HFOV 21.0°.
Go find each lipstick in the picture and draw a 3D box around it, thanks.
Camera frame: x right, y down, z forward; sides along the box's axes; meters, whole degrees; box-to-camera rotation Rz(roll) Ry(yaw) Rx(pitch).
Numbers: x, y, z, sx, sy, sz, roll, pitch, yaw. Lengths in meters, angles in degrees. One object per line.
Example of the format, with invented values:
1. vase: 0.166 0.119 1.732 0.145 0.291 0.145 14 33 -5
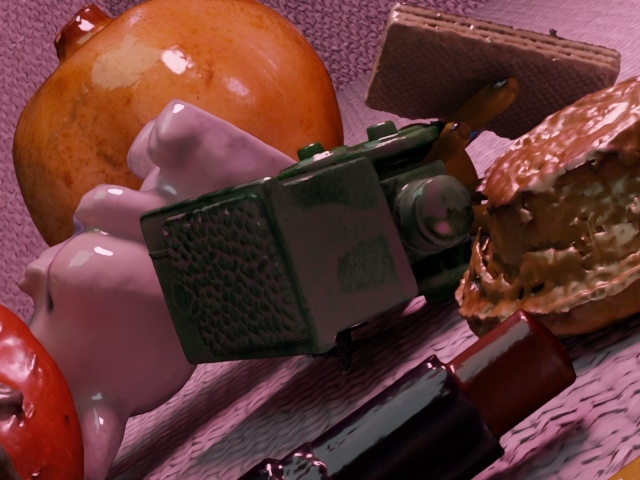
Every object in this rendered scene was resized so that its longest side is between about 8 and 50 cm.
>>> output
1. lipstick: 0.002 0.139 0.892 0.299 0.081 0.081 -36 8 1

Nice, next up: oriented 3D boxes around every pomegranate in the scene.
1. pomegranate: -0.183 -0.114 2.064 0.416 0.417 0.417 -35 8 6

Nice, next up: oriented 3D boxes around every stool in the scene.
1. stool: 0.125 -0.060 1.434 0.110 0.135 0.134 -22 60 49

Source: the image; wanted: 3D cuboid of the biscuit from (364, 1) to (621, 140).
1. biscuit: 0.144 -0.136 1.463 0.121 0.199 0.041 108 172 -54

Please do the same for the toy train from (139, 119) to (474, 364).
1. toy train: 0.000 0.000 1.342 0.201 0.145 0.266 -21 4 -28

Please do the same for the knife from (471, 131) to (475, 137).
1. knife: 0.094 -0.062 1.867 0.296 0.026 0.044 -43 -1 -41

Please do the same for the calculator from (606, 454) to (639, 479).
1. calculator: 0.130 0.118 0.658 0.235 0.032 0.146 -36 8 8

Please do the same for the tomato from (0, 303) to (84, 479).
1. tomato: -0.341 0.183 1.316 0.273 0.341 0.341 -64 -8 30

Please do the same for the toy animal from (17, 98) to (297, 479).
1. toy animal: -0.142 0.070 1.523 0.368 0.241 0.196 -52 4 -14

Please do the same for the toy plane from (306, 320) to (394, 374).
1. toy plane: 0.020 0.083 1.341 0.077 0.024 0.084 -15 11 9

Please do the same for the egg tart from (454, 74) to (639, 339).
1. egg tart: 0.179 -0.027 1.057 0.241 0.106 0.241 -32 12 7
